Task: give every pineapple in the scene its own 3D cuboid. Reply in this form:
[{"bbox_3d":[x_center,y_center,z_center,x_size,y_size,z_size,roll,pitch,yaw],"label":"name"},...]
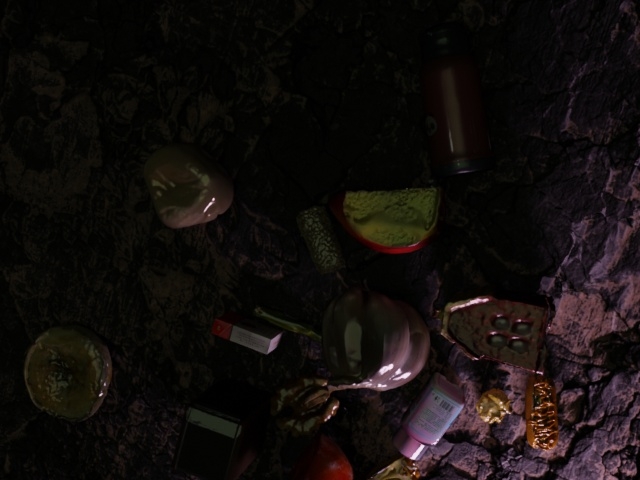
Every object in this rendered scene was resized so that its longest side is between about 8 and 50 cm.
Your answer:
[{"bbox_3d":[0.166,0.614,1.784,0.186,0.114,0.236,6,86,14],"label":"pineapple"}]

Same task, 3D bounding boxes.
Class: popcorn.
[{"bbox_3d":[0.404,0.385,1.718,0.083,0.057,0.082,10,91,16],"label":"popcorn"}]

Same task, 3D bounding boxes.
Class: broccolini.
[{"bbox_3d":[0.003,0.256,1.796,0.392,0.074,0.078,21,93,10],"label":"broccolini"}]

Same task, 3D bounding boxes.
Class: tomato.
[{"bbox_3d":[0.001,0.575,1.754,0.140,0.233,0.200,27,97,-3],"label":"tomato"}]

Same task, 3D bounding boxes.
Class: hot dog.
[{"bbox_3d":[0.506,0.398,1.694,0.072,0.055,0.188,-4,93,13],"label":"hot dog"}]

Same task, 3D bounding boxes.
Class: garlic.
[{"bbox_3d":[0.123,0.226,1.710,0.238,0.210,0.291,5,72,35],"label":"garlic"}]

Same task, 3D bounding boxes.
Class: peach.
[{"bbox_3d":[0.152,-0.045,1.689,0.268,0.159,0.153,-2,84,12],"label":"peach"}]

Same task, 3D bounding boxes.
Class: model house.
[{"bbox_3d":[0.380,0.178,1.637,0.254,0.196,0.160,14,98,14],"label":"model house"}]

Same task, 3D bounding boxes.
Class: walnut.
[{"bbox_3d":[-0.038,0.404,1.825,0.170,0.069,0.142,-28,87,13],"label":"walnut"}]

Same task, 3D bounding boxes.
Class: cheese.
[{"bbox_3d":[-0.335,-0.130,1.829,0.235,0.117,0.217,20,101,15],"label":"cheese"}]

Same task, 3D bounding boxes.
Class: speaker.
[{"bbox_3d":[-0.233,0.463,1.794,0.153,0.231,0.192,18,99,12],"label":"speaker"}]

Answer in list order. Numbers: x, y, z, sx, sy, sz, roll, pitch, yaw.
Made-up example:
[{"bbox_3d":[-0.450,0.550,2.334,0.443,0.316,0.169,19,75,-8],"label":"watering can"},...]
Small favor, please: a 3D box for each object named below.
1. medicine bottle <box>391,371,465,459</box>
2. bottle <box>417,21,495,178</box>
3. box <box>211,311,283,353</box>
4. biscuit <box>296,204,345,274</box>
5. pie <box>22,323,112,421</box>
[{"bbox_3d":[0.249,0.414,1.726,0.094,0.119,0.188,34,101,5],"label":"medicine bottle"},{"bbox_3d":[0.293,-0.311,1.639,0.144,0.144,0.336,-9,93,15],"label":"bottle"},{"bbox_3d":[-0.180,0.227,1.828,0.152,0.100,0.048,21,97,11],"label":"box"},{"bbox_3d":[0.000,0.000,1.781,0.082,0.070,0.168,-20,88,6],"label":"biscuit"},{"bbox_3d":[-0.678,0.356,1.988,0.274,0.055,0.274,1,95,14],"label":"pie"}]
